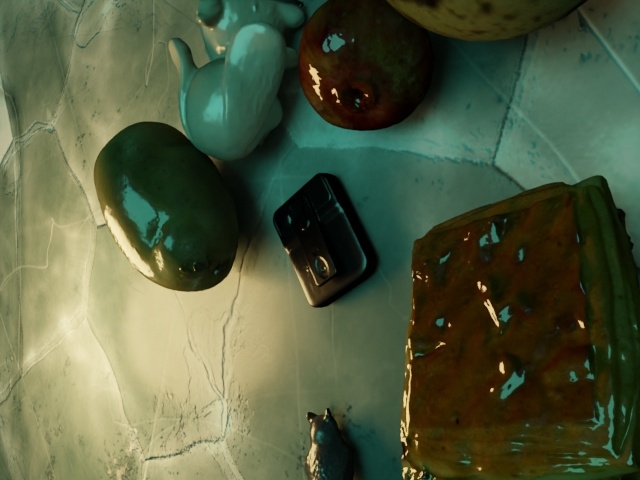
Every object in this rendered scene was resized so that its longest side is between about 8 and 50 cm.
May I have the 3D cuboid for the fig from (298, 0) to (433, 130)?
[{"bbox_3d":[0.060,-0.258,0.804,0.205,0.205,0.205,-1,89,40],"label":"fig"}]

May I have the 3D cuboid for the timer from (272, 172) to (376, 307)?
[{"bbox_3d":[0.000,0.000,0.921,0.144,0.055,0.187,-38,66,32],"label":"timer"}]

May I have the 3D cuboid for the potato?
[{"bbox_3d":[-0.270,-0.055,1.027,0.326,0.221,0.243,56,167,10],"label":"potato"}]

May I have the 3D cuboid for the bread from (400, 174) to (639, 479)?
[{"bbox_3d":[0.231,0.122,0.623,0.277,0.167,0.325,-21,57,45],"label":"bread"}]

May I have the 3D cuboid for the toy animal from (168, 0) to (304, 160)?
[{"bbox_3d":[-0.144,-0.291,0.969,0.249,0.174,0.289,-27,71,37],"label":"toy animal"}]

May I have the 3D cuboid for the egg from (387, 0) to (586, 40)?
[{"bbox_3d":[0.180,-0.415,0.557,0.345,0.345,0.428,40,155,33],"label":"egg"}]

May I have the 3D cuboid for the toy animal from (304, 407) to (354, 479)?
[{"bbox_3d":[0.002,0.373,0.876,0.121,0.117,0.210,-36,69,41],"label":"toy animal"}]
